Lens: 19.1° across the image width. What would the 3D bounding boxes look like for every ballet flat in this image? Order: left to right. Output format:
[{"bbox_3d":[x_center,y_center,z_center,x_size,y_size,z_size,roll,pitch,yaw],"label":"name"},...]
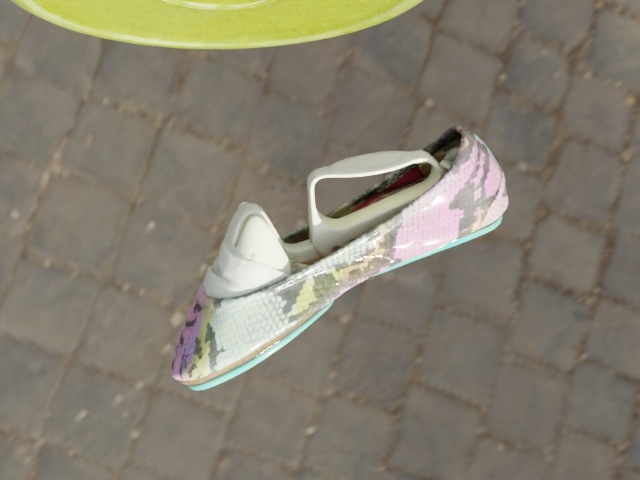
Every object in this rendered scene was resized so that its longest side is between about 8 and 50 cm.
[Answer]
[{"bbox_3d":[0.000,0.000,1.082,0.221,0.077,0.079,-29,117,-2],"label":"ballet flat"}]

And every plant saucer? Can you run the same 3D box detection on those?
[{"bbox_3d":[-0.044,-0.127,0.827,0.241,0.241,0.037,2,77,-15],"label":"plant saucer"}]
